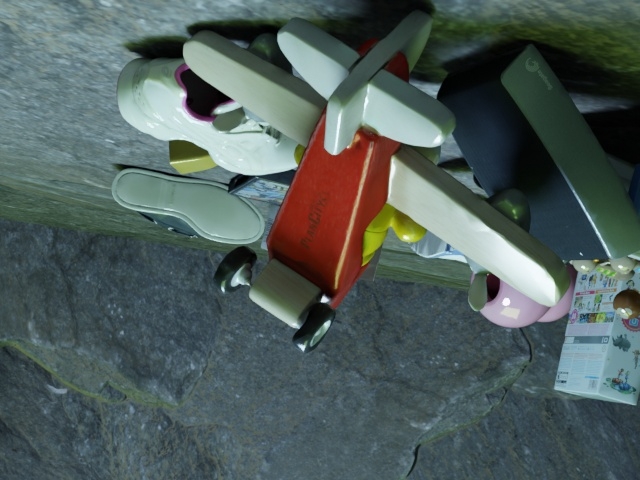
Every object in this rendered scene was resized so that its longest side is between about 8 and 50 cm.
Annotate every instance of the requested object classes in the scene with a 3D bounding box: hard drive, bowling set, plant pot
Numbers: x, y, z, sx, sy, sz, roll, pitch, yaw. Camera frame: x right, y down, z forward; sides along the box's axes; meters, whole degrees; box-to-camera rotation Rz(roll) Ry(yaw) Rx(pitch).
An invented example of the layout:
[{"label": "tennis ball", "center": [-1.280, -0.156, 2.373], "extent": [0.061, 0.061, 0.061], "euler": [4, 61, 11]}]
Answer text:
[{"label": "hard drive", "center": [0.236, -0.082, 1.003], "extent": [0.254, 0.054, 0.172], "euler": [55, 158, -14]}, {"label": "bowling set", "center": [0.524, 0.029, 1.592], "extent": [0.154, 0.199, 0.287], "euler": [14, 167, -25]}, {"label": "plant pot", "center": [-0.191, -0.155, 1.455], "extent": [0.083, 0.081, 0.081], "euler": [-2, 172, 5]}]

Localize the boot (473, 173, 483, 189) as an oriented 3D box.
[{"label": "boot", "center": [0.372, -0.076, 1.464], "extent": [0.190, 0.076, 0.208], "euler": [2, 164, 36]}]

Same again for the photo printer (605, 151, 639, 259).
[{"label": "photo printer", "center": [0.412, -0.043, 1.204], "extent": [0.308, 0.107, 0.256], "euler": [14, -165, -36]}]

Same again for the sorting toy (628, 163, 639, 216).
[{"label": "sorting toy", "center": [0.485, -0.027, 1.071], "extent": [0.348, 0.195, 0.047], "euler": [26, 177, -36]}]

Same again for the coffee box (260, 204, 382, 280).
[{"label": "coffee box", "center": [0.000, 0.000, 2.074], "extent": [0.168, 0.118, 0.297], "euler": [12, -177, -25]}]

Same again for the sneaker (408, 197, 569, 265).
[{"label": "sneaker", "center": [0.282, 0.000, 1.417], "extent": [0.182, 0.127, 0.315], "euler": [21, 177, -27]}]

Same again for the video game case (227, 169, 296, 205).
[{"label": "video game case", "center": [-0.031, -0.097, 1.873], "extent": [0.275, 0.035, 0.248], "euler": [11, 173, -17]}]

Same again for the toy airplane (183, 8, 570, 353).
[{"label": "toy airplane", "center": [0.049, -0.088, 0.998], "extent": [0.385, 0.386, 0.272], "euler": [-9, -160, 42]}]

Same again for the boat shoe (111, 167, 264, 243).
[{"label": "boat shoe", "center": [-0.294, -0.072, 2.031], "extent": [0.340, 0.127, 0.113], "euler": [12, 173, -10]}]

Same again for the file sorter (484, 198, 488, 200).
[{"label": "file sorter", "center": [0.382, -0.010, 1.782], "extent": [0.170, 0.104, 0.118], "euler": [10, 172, -4]}]

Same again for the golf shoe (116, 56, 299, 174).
[{"label": "golf shoe", "center": [-0.108, -0.160, 1.194], "extent": [0.306, 0.115, 0.140], "euler": [13, 168, -39]}]

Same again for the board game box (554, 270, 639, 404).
[{"label": "board game box", "center": [0.607, 0.182, 1.928], "extent": [0.098, 0.303, 0.224], "euler": [15, 172, -8]}]

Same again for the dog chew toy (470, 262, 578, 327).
[{"label": "dog chew toy", "center": [0.527, 0.109, 2.218], "extent": [0.332, 0.206, 0.207], "euler": [4, 177, -33]}]
